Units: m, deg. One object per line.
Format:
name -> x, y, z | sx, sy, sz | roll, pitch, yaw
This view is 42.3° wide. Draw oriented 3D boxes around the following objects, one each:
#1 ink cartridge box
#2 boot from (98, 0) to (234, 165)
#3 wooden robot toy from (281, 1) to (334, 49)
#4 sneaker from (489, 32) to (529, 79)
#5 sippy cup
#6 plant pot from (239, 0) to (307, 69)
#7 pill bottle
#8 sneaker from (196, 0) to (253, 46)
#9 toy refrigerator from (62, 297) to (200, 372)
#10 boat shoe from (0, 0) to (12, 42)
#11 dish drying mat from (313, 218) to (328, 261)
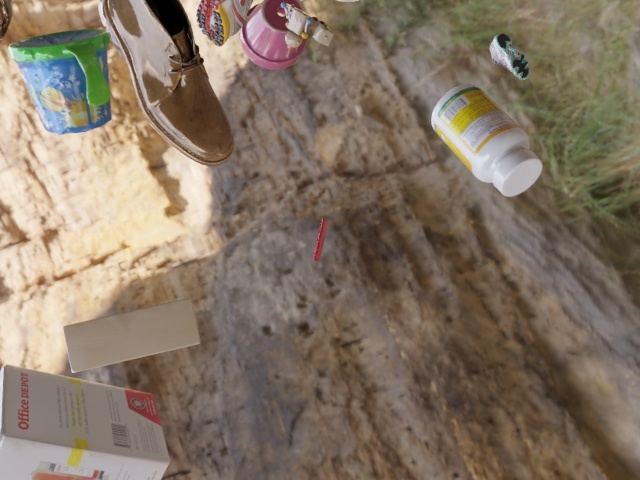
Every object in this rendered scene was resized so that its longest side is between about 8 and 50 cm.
ink cartridge box -> -0.581, 0.463, 1.949 | 0.385, 0.160, 0.279 | 19, -162, -27
boot -> -0.212, -0.248, 1.210 | 0.115, 0.112, 0.305 | -13, 111, 56
wooden robot toy -> -0.034, -0.419, 1.679 | 0.076, 0.079, 0.173 | 8, -154, -45
sneaker -> 0.354, -0.340, 1.565 | 0.098, 0.038, 0.069 | 60, 168, 2
sippy cup -> -0.614, -0.384, 2.019 | 0.305, 0.240, 0.223 | -100, 2, -68
plant pot -> -0.126, -0.624, 2.412 | 0.180, 0.202, 0.201 | 142, 108, -72
pill bottle -> 0.302, -0.179, 1.495 | 0.208, 0.118, 0.117 | 55, -179, 35
sneaker -> -0.160, -0.438, 1.404 | 0.088, 0.093, 0.225 | 42, 153, 13
toy refrigerator -> -0.400, 0.202, 1.774 | 0.094, 0.270, 0.102 | 139, 117, -81
boat shoe -> -0.535, -0.351, 1.259 | 0.324, 0.123, 0.116 | 141, 133, -65
dish drying mat -> 0.000, 0.000, 1.627 | 0.032, 0.008, 0.083 | 34, -113, -69
